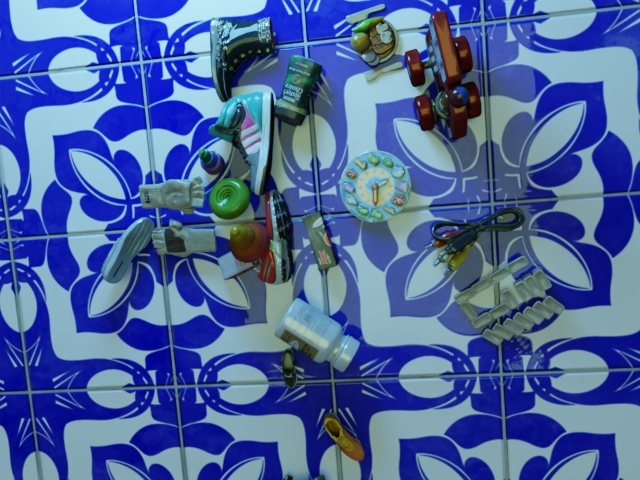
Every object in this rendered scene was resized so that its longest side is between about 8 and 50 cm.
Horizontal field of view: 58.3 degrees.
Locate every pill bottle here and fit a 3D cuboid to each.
[{"bbox_3d":[-0.007,0.280,1.672,0.229,0.131,0.131,32,99,3],"label":"pill bottle"}]

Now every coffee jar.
[{"bbox_3d":[-0.067,-0.425,1.633,0.096,0.079,0.185,20,98,5],"label":"coffee jar"}]

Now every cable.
[{"bbox_3d":[0.433,-0.026,1.641,0.287,0.072,0.140,-31,74,-3],"label":"cable"}]

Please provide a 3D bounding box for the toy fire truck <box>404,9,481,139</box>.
[{"bbox_3d":[0.327,-0.417,1.498,0.169,0.254,0.303,-13,94,8],"label":"toy fire truck"}]

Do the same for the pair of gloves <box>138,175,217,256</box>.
[{"bbox_3d":[-0.420,-0.066,1.711,0.204,0.042,0.240,-8,107,13],"label":"pair of gloves"}]

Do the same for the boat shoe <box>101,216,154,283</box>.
[{"bbox_3d":[-0.596,0.019,1.742,0.075,0.083,0.226,27,79,42],"label":"boat shoe"}]

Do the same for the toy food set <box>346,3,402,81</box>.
[{"bbox_3d":[0.152,-0.561,1.613,0.132,0.038,0.192,-19,93,8],"label":"toy food set"}]

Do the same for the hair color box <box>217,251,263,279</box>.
[{"bbox_3d":[-0.237,0.061,1.684,0.141,0.043,0.072,-25,80,40],"label":"hair color box"}]

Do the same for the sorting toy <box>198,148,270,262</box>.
[{"bbox_3d":[-0.266,-0.114,1.610,0.127,0.126,0.366,-28,71,5],"label":"sorting toy"}]

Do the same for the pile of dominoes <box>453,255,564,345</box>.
[{"bbox_3d":[0.543,0.175,1.654,0.251,0.040,0.196,-34,92,17],"label":"pile of dominoes"}]

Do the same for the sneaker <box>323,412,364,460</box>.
[{"bbox_3d":[0.066,0.601,1.729,0.064,0.067,0.175,-42,91,7],"label":"sneaker"}]

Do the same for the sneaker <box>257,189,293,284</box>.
[{"bbox_3d":[-0.154,-0.009,1.679,0.118,0.107,0.279,-2,92,21],"label":"sneaker"}]

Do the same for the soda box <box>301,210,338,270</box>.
[{"bbox_3d":[0.000,0.000,1.681,0.060,0.053,0.169,-18,94,8],"label":"soda box"}]

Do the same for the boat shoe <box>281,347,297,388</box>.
[{"bbox_3d":[-0.096,0.392,1.740,0.046,0.038,0.125,2,96,7],"label":"boat shoe"}]

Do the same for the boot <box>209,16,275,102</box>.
[{"bbox_3d":[-0.220,-0.521,1.640,0.178,0.085,0.237,-3,95,5],"label":"boot"}]

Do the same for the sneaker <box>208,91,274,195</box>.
[{"bbox_3d":[-0.229,-0.281,1.643,0.178,0.124,0.296,3,89,2],"label":"sneaker"}]

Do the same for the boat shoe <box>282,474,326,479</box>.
[{"bbox_3d":[-0.097,0.770,1.765,0.257,0.095,0.095,-12,71,9],"label":"boat shoe"}]

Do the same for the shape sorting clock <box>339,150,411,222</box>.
[{"bbox_3d":[0.157,-0.155,1.653,0.206,0.040,0.207,1,96,7],"label":"shape sorting clock"}]
